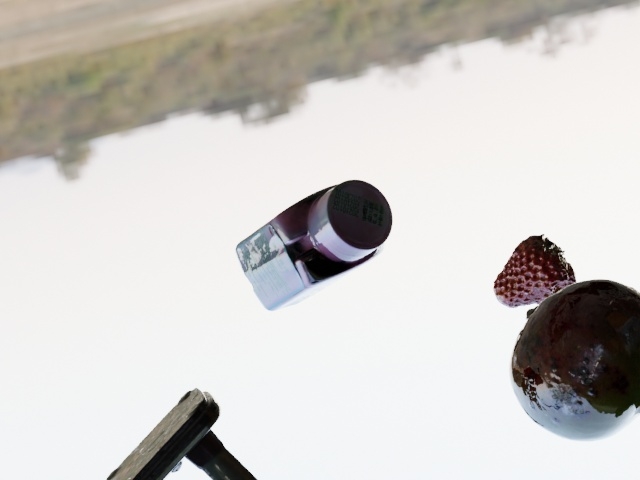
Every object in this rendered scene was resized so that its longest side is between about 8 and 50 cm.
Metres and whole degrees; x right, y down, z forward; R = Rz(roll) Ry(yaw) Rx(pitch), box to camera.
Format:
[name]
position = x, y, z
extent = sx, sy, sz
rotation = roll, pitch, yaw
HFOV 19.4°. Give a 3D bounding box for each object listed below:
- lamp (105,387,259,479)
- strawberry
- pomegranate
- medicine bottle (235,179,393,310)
[lamp]
position = -0.068, 0.271, 1.422
extent = 0.203, 0.283, 0.124
rotation = -44, 171, -6
[strawberry]
position = 0.210, 0.035, 1.835
extent = 0.083, 0.073, 0.073
rotation = -44, 177, 15
[pomegranate]
position = 0.214, 0.101, 1.393
extent = 0.129, 0.129, 0.159
rotation = -17, -141, -25
[medicine bottle]
position = 0.000, 0.000, 2.040
extent = 0.119, 0.094, 0.188
rotation = -25, 176, -32
